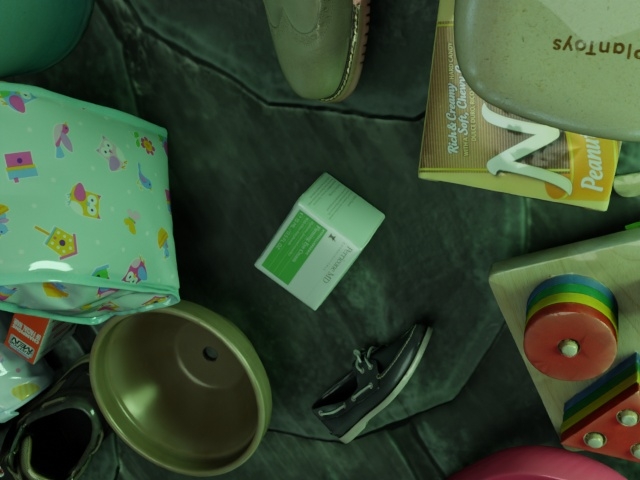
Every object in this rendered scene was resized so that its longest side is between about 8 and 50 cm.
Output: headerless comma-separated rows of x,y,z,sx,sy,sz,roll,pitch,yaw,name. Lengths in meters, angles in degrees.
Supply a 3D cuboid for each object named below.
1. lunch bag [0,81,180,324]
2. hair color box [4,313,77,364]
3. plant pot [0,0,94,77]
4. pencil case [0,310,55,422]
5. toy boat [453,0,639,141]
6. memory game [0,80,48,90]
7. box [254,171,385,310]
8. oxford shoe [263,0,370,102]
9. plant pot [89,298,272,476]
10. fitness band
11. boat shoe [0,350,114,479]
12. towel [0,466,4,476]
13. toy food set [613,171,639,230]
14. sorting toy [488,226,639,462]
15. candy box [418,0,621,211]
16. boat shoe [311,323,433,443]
-0.284,-0.035,0.948,0.160,0.262,0.223,-15,75,27,lunch bag
-0.341,0.069,1.155,0.053,0.093,0.167,32,120,7,hair color box
-0.424,-0.279,0.938,0.272,0.255,0.271,9,116,19,plant pot
-0.475,0.112,1.209,0.114,0.124,0.273,-30,102,3,pencil case
0.247,-0.231,0.676,0.268,0.148,0.318,15,123,15,toy boat
-0.366,-0.126,1.053,0.186,0.012,0.186,-6,150,-4,memory game
0.000,0.000,0.983,0.087,0.102,0.101,36,120,1,box
-0.060,-0.304,0.817,0.140,0.147,0.396,15,127,50,oxford shoe
-0.158,0.165,1.115,0.237,0.110,0.237,9,116,18,plant pot
0.247,0.334,1.034,0.209,0.054,0.291,40,136,-3,fitness band
-0.382,0.283,1.244,0.132,0.130,0.355,41,121,1,boat shoe
-0.553,0.177,1.245,0.329,0.037,0.237,63,157,-13,towel
0.364,0.021,0.884,0.132,0.038,0.192,-10,109,25,toy food set
0.327,0.120,0.887,0.256,0.089,0.257,-15,118,27,sorting toy
0.203,-0.199,0.821,0.183,0.087,0.316,12,116,16,candy box
0.057,0.161,1.049,0.065,0.075,0.206,36,125,0,boat shoe
